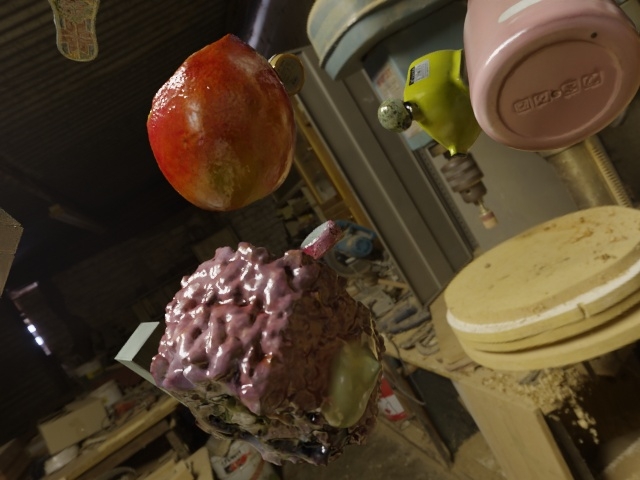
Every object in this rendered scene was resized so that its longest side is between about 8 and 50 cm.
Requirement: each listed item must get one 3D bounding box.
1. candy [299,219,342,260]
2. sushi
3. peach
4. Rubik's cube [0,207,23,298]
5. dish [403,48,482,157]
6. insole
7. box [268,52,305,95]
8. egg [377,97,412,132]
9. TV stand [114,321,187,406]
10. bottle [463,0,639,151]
[{"bbox_3d":[0.000,0.000,0.978,0.103,0.043,0.103,-42,13,12],"label":"candy"},{"bbox_3d":[-0.044,0.133,0.489,0.237,0.270,0.170,0,51,26],"label":"sushi"},{"bbox_3d":[-0.218,-0.257,1.039,0.307,0.380,0.242,-9,25,20],"label":"peach"},{"bbox_3d":[-0.857,0.012,0.995,0.225,0.221,0.231,-10,-36,4],"label":"Rubik's cube"},{"bbox_3d":[0.294,-0.315,0.950,0.108,0.221,0.262,-41,16,48],"label":"dish"},{"bbox_3d":[-0.315,-0.297,0.569,0.065,0.006,0.193,-4,-20,-25],"label":"insole"},{"bbox_3d":[-0.088,-0.419,1.132,0.106,0.105,0.037,-34,35,-29],"label":"box"},{"bbox_3d":[0.205,-0.337,1.216,0.085,0.110,0.085,-33,37,30],"label":"egg"},{"bbox_3d":[-0.229,0.258,0.818,0.088,0.269,0.082,-13,37,47],"label":"TV stand"},{"bbox_3d":[0.259,-0.275,0.571,0.173,0.207,0.296,127,160,-48],"label":"bottle"}]
